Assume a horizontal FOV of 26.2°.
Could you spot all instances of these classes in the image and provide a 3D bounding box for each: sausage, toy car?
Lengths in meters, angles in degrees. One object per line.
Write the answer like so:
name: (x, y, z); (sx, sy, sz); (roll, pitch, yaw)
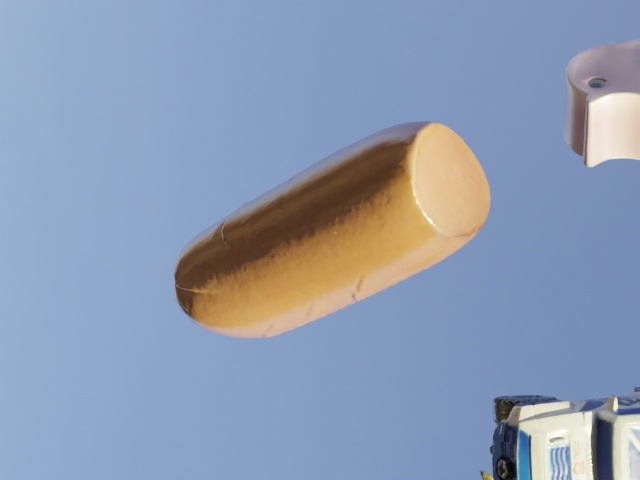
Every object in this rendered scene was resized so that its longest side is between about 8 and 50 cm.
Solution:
sausage: (-0.001, 0.000, 1.159); (0.304, 0.121, 0.121); (-26, -101, 40)
toy car: (0.182, 0.128, 0.814); (0.070, 0.171, 0.080); (173, -85, -67)

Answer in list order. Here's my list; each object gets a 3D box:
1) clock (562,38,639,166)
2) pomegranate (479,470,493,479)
clock: (0.387, -0.177, 1.387); (0.276, 0.290, 0.080); (2, -51, 12)
pomegranate: (0.195, 0.335, 1.429); (0.169, 0.149, 0.148); (-115, -144, -58)
